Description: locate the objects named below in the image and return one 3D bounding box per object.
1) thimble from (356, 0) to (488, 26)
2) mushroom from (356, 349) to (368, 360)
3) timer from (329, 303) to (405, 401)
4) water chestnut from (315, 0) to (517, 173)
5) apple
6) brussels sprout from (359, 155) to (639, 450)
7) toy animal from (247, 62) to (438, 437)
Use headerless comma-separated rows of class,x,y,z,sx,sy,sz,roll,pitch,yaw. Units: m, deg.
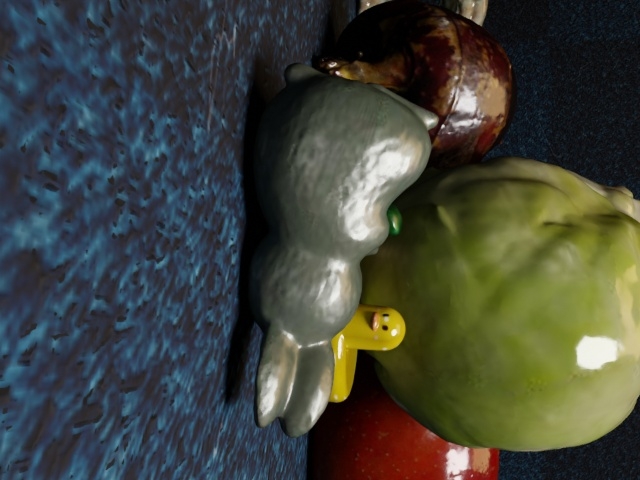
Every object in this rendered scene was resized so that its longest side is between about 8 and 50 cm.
thimble,0.152,-0.362,0.908,0.229,0.195,0.148,-57,-174,36
mushroom,0.167,0.183,1.052,0.227,0.217,0.148,70,25,-64
timer,0.015,0.079,0.484,0.107,0.109,0.107,3,90,-80
water chestnut,0.090,-0.158,0.656,0.223,0.238,0.224,3,-86,59
apple,0.103,0.262,0.730,0.260,0.216,0.261,3,90,-81
brussels sprout,0.180,0.061,0.567,0.243,0.316,0.274,96,-11,-58
toy animal,-0.012,0.001,0.413,0.237,0.138,0.108,-63,-154,-4
